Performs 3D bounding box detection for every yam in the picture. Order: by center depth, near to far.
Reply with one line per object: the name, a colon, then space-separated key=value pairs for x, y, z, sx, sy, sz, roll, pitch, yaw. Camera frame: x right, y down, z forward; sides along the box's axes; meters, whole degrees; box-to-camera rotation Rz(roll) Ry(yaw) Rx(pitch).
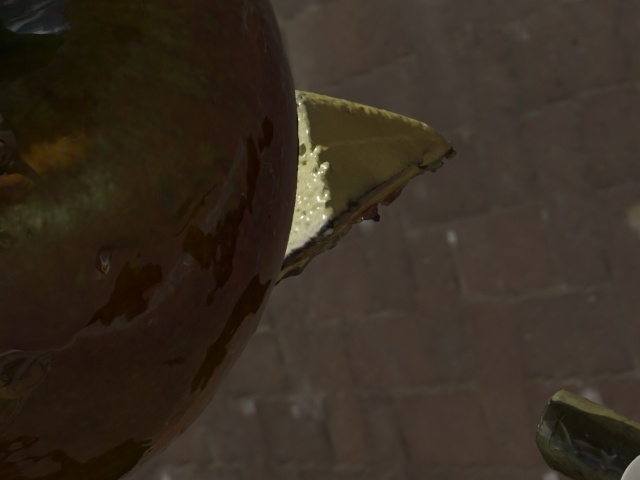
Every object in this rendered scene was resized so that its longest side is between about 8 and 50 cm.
yam: x=0.352 y=0.236 z=1.620 sx=0.371 sy=0.083 sz=0.083 roll=26 pitch=131 yaw=16

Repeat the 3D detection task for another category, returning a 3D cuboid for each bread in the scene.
bread: x=0.000 y=0.000 z=1.528 sx=0.240 sy=0.178 sz=0.135 roll=-42 pitch=51 yaw=42

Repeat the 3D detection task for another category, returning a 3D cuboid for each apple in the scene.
apple: x=-0.205 y=-0.042 z=0.879 sx=0.374 sy=0.384 sz=0.374 roll=-158 pitch=90 yaw=-76

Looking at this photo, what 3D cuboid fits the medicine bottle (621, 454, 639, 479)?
medicine bottle: x=0.244 y=0.259 z=1.334 sx=0.131 sy=0.131 sz=0.250 roll=51 pitch=153 yaw=38
